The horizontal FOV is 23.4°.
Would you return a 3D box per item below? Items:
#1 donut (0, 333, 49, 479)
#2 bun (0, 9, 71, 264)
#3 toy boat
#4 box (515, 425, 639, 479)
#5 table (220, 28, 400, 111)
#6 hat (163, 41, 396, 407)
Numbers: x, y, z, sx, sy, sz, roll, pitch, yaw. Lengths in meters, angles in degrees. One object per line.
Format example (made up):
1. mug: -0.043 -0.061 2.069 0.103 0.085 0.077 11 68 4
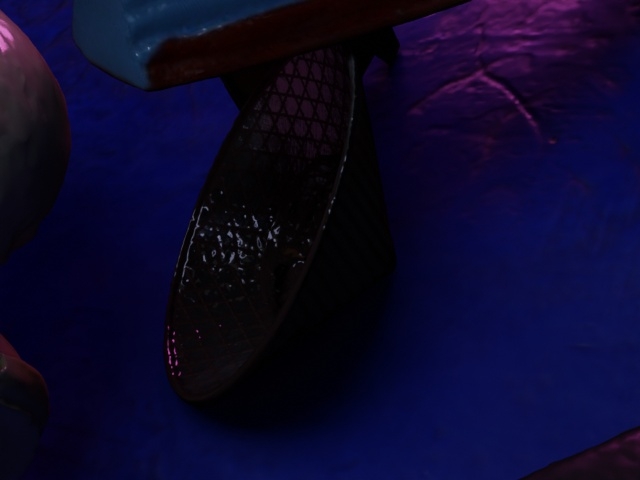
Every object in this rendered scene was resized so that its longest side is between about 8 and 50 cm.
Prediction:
1. donut: -0.201 0.100 0.734 0.166 0.108 0.065 -31 65 3
2. bun: -0.286 -0.026 0.737 0.361 0.213 0.361 -30 8 5
3. toy boat: 0.063 -0.166 0.764 0.392 0.079 0.136 -24 34 -23
4. box: 0.134 0.155 0.564 0.201 0.042 0.212 -26 45 1
5. table: -0.011 -0.111 0.845 0.070 0.082 0.083 7 55 32
6. hat: 0.000 0.000 0.751 0.193 0.082 0.193 -50 27 37
